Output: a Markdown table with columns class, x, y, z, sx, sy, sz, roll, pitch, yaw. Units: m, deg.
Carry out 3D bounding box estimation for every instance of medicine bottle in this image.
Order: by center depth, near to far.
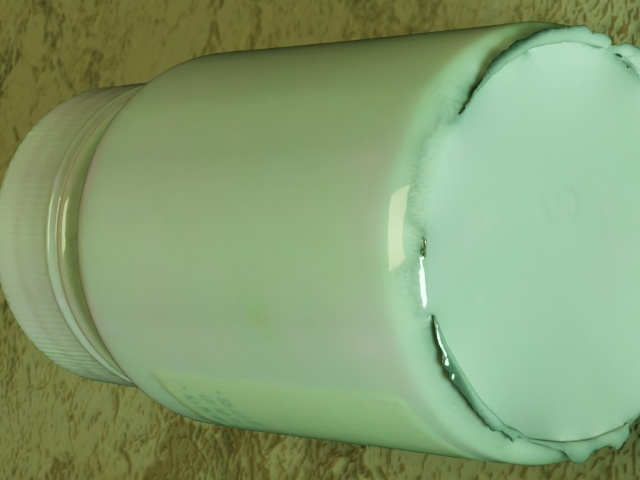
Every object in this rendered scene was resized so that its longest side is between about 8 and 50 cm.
| class | x | y | z | sx | sy | sz | roll | pitch | yaw |
| --- | --- | --- | --- | --- | --- | --- | --- | --- | --- |
| medicine bottle | 0.000 | 0.000 | 1.039 | 0.378 | 0.213 | 0.214 | 1 | 82 | 49 |
